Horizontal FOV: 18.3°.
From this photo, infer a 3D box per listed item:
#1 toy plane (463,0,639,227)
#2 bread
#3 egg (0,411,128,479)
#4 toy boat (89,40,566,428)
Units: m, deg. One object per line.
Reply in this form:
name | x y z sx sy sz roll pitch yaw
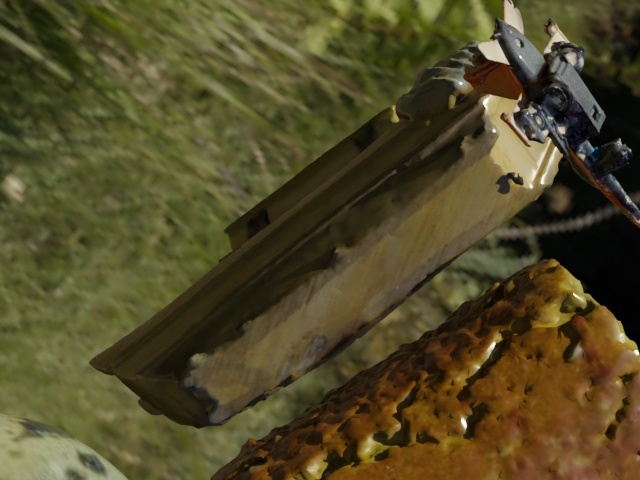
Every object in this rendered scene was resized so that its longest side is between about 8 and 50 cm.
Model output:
toy plane | 0.177 -0.084 1.379 0.062 0.188 0.135 -40 -170 40
bread | 0.028 0.098 0.609 0.172 0.103 0.132 -33 140 -8
egg | -0.340 0.352 2.051 0.428 0.345 0.345 19 102 -48
toy boat | 0.000 0.000 1.625 0.445 0.162 0.136 -38 123 11
